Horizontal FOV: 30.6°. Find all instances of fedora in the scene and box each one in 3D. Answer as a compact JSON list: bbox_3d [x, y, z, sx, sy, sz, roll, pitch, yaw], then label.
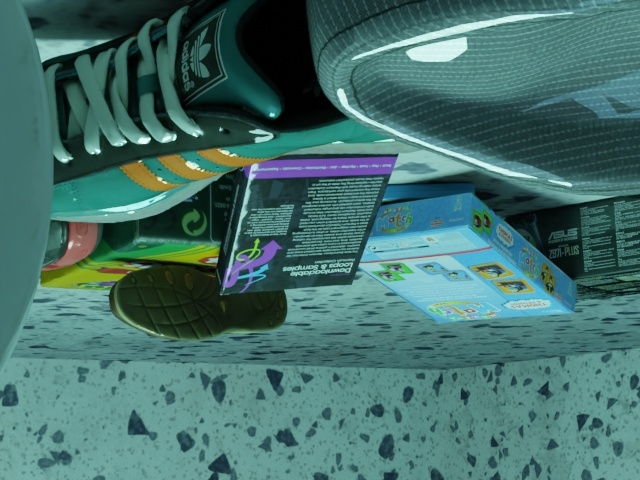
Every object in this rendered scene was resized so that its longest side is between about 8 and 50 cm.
[{"bbox_3d":[0.087,-0.095,0.379,0.275,0.124,0.244,3,157,-1],"label":"fedora"}]

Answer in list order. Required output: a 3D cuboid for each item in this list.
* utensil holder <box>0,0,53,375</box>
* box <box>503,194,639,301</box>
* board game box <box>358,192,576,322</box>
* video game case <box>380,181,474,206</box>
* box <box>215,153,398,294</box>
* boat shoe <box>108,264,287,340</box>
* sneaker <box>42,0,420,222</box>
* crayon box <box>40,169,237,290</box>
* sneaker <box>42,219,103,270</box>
[{"bbox_3d":[-0.292,0.007,0.490,0.327,0.328,0.385,3,166,-21],"label":"utensil holder"},{"bbox_3d":[0.303,0.011,1.220,0.180,0.078,0.147,-11,165,42],"label":"box"},{"bbox_3d":[0.129,0.023,1.133,0.160,0.039,0.211,-7,151,37],"label":"board game box"},{"bbox_3d":[0.086,-0.030,1.148,0.119,0.015,0.166,-3,169,3],"label":"video game case"},{"bbox_3d":[-0.014,-0.021,0.911,0.116,0.029,0.162,-3,138,-19],"label":"box"},{"bbox_3d":[-0.112,0.059,1.023,0.178,0.064,0.060,5,166,-43],"label":"boat shoe"},{"bbox_3d":[-0.061,-0.084,0.610,0.302,0.108,0.121,-12,167,11],"label":"sneaker"},{"bbox_3d":[-0.133,-0.003,1.090,0.202,0.081,0.318,4,169,-28],"label":"crayon box"},{"bbox_3d":[-0.317,0.000,0.970,0.276,0.098,0.135,-10,-174,33],"label":"sneaker"}]
